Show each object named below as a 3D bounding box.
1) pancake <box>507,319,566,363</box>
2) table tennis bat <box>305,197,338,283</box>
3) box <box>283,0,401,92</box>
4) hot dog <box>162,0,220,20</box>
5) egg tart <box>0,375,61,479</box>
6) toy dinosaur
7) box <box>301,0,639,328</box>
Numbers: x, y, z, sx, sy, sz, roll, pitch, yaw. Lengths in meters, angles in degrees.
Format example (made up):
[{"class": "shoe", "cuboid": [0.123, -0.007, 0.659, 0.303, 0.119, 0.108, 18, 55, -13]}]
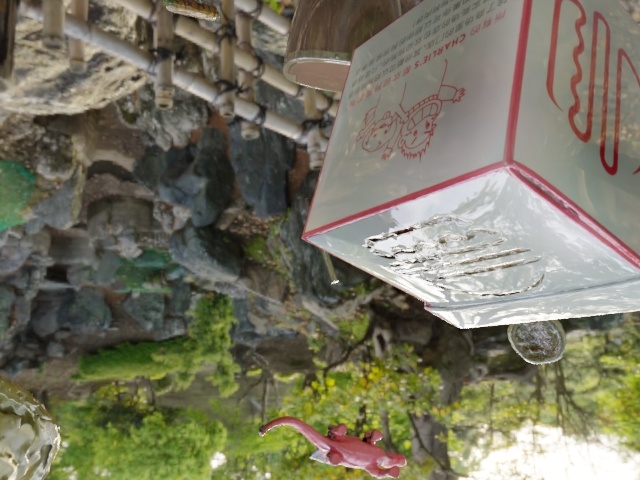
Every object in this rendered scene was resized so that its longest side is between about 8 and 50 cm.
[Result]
[{"class": "pancake", "cuboid": [0.514, 0.232, 1.361, 0.139, 0.140, 0.022, -10, -170, 31]}, {"class": "table tennis bat", "cuboid": [0.000, 0.000, 1.003, 0.014, 0.158, 0.095, -17, 167, -8]}, {"class": "box", "cuboid": [0.059, -0.481, 1.343, 0.300, 0.216, 0.301, 7, 179, 0]}, {"class": "hot dog", "cuboid": [-0.264, -0.478, 1.167, 0.122, 0.049, 0.037, 2, 125, -31]}, {"class": "egg tart", "cuboid": [-0.418, 0.225, 0.542, 0.314, 0.120, 0.315, -7, 132, -8]}, {"class": "toy dinosaur", "cuboid": [0.011, 0.348, 0.956, 0.286, 0.070, 0.139, 18, 149, -18]}, {"class": "box", "cuboid": [0.206, -0.098, 0.671, 0.300, 0.312, 0.314, 28, 153, -28]}]
